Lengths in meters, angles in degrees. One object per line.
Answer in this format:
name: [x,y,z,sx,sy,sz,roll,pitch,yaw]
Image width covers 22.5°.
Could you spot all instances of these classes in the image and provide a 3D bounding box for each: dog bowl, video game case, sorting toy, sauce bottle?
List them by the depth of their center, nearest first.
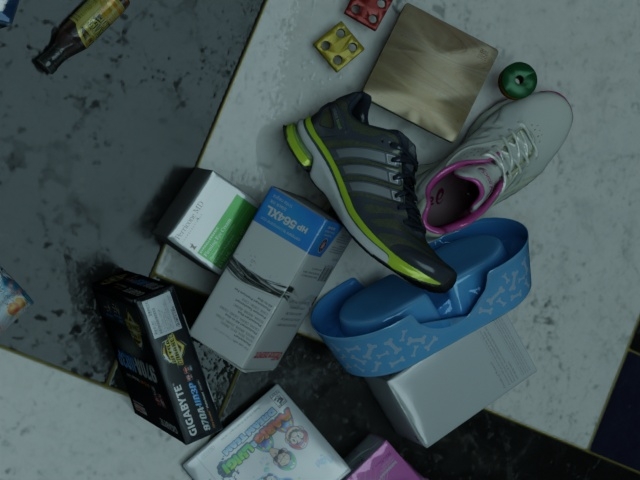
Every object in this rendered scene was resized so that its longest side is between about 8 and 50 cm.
sauce bottle: [-0.281,-0.248,1.894,0.042,0.042,0.128,44,82,-16]
video game case: [-0.066,0.282,1.990,0.157,0.019,0.143,-40,84,-10]
dog bowl: [0.133,0.073,2.000,0.297,0.166,0.074,-27,114,-15]
sorting toy: [0.126,-0.212,2.022,0.274,0.046,0.132,26,85,-6]

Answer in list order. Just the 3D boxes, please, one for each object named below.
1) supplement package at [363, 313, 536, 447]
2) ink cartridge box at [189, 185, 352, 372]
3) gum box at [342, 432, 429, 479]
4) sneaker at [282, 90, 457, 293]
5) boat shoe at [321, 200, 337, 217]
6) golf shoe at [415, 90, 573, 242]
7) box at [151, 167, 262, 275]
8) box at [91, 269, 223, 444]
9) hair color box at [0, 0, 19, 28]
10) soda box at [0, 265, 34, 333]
supplement package: [0.161,0.165,2.040,0.179,0.105,0.105,-33,104,-14]
ink cartridge box: [-0.056,0.048,1.911,0.086,0.148,0.203,32,94,14]
gum box: [0.047,0.342,2.036,0.188,0.062,0.107,-43,105,-11]
sneaker: [0.074,-0.063,1.910,0.121,0.111,0.300,-41,65,9]
boat shoe: [0.000,0.000,2.001,0.056,0.049,0.152,39,82,-18]
golf shoe: [0.213,-0.086,2.022,0.306,0.140,0.115,-37,103,-14]
box: [-0.133,-0.023,1.928,0.087,0.102,0.101,35,84,-15]
box: [-0.192,0.130,1.857,0.051,0.220,0.175,-21,101,-19]
hair color box: [-0.355,-0.412,1.786,0.105,0.174,0.347,17,89,-20]
soda box: [-0.376,0.062,1.808,0.063,0.183,0.058,-44,106,-13]
